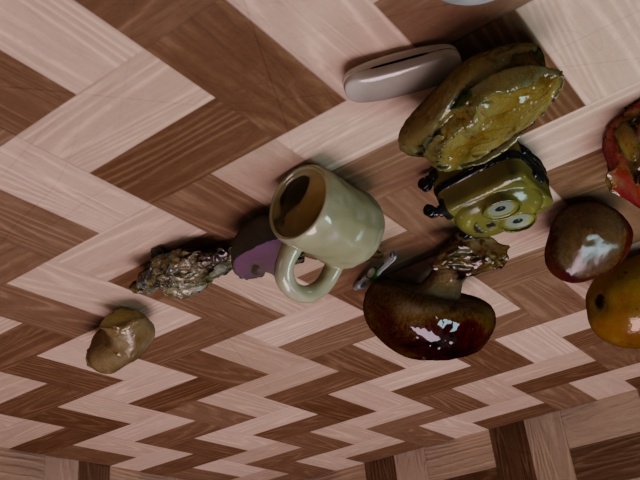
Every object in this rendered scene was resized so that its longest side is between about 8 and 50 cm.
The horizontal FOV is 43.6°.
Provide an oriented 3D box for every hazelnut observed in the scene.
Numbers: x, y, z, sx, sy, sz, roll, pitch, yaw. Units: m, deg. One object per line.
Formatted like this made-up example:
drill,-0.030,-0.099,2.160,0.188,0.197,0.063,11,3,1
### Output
hazelnut,0.610,-0.003,1.858,0.210,0.210,0.186,-23,123,27

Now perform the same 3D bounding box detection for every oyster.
oyster,-0.318,0.070,1.875,0.260,0.092,0.198,-4,155,-11

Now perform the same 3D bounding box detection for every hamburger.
hamburger,0.267,-0.228,1.361,0.266,0.134,0.285,-10,153,-39

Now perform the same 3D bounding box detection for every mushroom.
mushroom,0.272,0.139,2.015,0.331,0.356,0.334,-10,-167,-11
mushroom,-0.119,0.004,1.762,0.188,0.117,0.141,-25,158,32

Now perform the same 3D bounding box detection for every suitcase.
suitcase,0.350,-0.095,1.652,0.235,0.143,0.194,-26,145,30

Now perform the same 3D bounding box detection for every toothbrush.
toothbrush,0.134,0.079,1.992,0.030,0.030,0.304,1,161,-14

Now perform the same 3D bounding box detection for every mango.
mango,0.927,0.141,2.117,0.446,0.232,0.300,-16,146,4

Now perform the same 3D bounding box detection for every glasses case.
glasses case,0.138,-0.284,1.363,0.204,0.051,0.081,-13,157,6

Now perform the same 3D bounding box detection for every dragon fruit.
dragon fruit,0.711,-0.130,1.543,0.296,0.262,0.314,-14,150,14

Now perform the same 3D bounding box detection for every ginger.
ginger,-0.533,0.265,2.131,0.152,0.138,0.267,24,128,-21

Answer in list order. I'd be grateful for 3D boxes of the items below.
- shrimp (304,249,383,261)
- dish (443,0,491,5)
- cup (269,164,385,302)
shrimp,0.053,0.004,1.861,0.267,0.061,0.145,20,134,-37
dish,0.211,-0.415,1.080,0.256,0.117,0.256,-5,150,-3
cup,0.016,-0.005,1.630,0.173,0.255,0.202,-13,152,38
